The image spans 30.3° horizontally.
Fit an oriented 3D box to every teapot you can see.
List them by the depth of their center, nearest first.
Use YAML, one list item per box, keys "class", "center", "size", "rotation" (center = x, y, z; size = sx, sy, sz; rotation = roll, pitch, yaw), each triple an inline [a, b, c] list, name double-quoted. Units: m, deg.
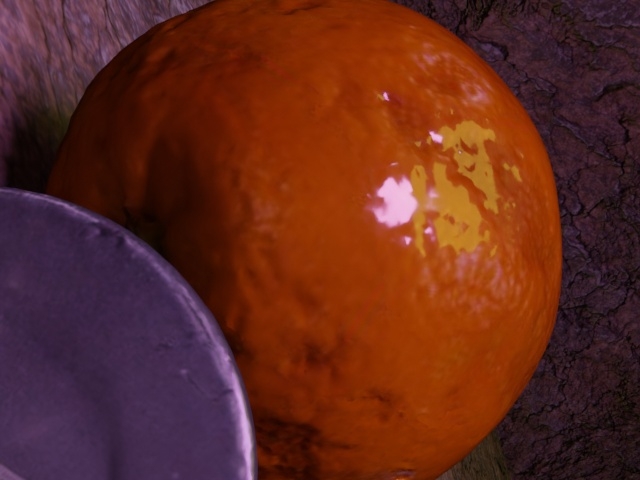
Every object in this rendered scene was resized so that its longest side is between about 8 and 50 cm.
- class: "teapot"
  center: [-0.097, 0.072, 0.375]
  size: [0.239, 0.162, 0.149]
  rotation: [46, -6, 14]

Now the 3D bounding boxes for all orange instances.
- class: "orange"
  center: [-0.011, 0.003, 0.595]
  size: [0.261, 0.261, 0.261]
  rotation: [-16, 90, -80]
